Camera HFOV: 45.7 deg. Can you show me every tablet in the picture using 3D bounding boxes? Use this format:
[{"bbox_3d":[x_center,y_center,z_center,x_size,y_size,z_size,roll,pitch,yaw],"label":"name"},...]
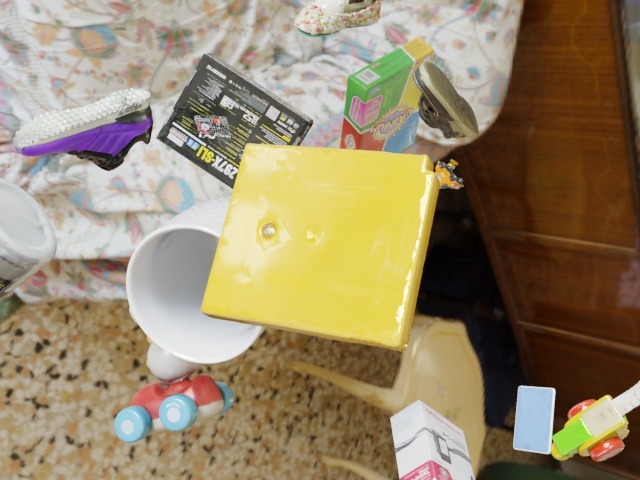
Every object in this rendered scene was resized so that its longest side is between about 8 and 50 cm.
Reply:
[{"bbox_3d":[0.278,0.233,0.990,0.006,0.054,0.083,22,71,-40],"label":"tablet"}]

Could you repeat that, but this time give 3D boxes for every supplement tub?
[{"bbox_3d":[-0.703,0.047,1.478,0.338,0.207,0.207,-35,143,13],"label":"supplement tub"}]

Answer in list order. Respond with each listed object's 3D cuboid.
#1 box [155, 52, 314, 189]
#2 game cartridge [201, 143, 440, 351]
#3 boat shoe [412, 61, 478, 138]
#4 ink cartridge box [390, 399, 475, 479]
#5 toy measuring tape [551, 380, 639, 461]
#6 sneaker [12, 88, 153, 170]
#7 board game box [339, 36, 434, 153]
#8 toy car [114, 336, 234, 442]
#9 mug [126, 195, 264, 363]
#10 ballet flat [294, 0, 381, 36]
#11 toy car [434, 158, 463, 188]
[{"bbox_3d":[-0.218,-0.283,1.935,0.257,0.322,0.079,-57,179,15],"label":"box"},{"bbox_3d":[0.000,0.000,1.129,0.052,0.323,0.285,41,60,-62],"label":"game cartridge"},{"bbox_3d":[0.203,-0.224,1.294,0.223,0.073,0.080,26,46,-55],"label":"boat shoe"},{"bbox_3d":[0.167,0.325,1.113,0.109,0.063,0.150,38,25,-25],"label":"ink cartridge box"},{"bbox_3d":[0.591,0.340,1.492,0.330,0.121,0.121,-45,155,27],"label":"toy measuring tape"},{"bbox_3d":[-0.469,-0.200,1.557,0.293,0.102,0.146,-25,131,-28],"label":"sneaker"},{"bbox_3d":[0.160,-0.324,1.919,0.242,0.064,0.316,-35,152,-27],"label":"board game box"},{"bbox_3d":[-0.329,0.286,1.641,0.219,0.210,0.238,7,67,-71],"label":"toy car"},{"bbox_3d":[-0.224,0.068,1.532,0.276,0.374,0.328,59,23,-9],"label":"mug"},{"bbox_3d":[0.037,-0.444,1.447,0.241,0.091,0.077,-31,147,-49],"label":"ballet flat"},{"bbox_3d":[0.229,-0.109,1.341,0.040,0.060,0.122,-45,169,19],"label":"toy car"}]
